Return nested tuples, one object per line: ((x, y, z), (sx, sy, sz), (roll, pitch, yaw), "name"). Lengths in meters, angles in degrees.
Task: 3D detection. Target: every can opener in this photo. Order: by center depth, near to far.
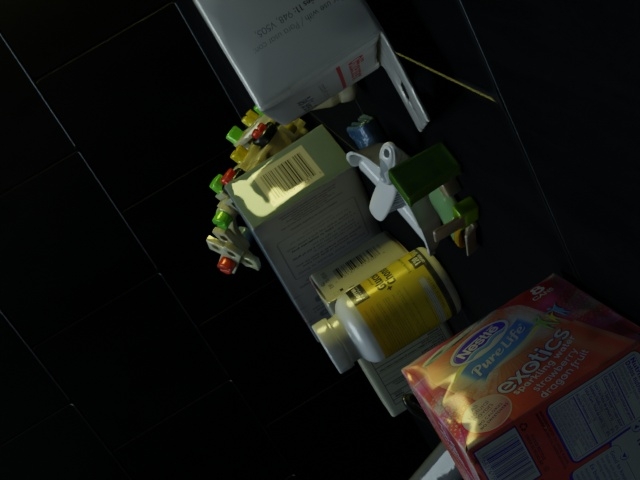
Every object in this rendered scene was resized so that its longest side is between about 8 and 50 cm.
((0.181, 0.237, 1.066), (0.095, 0.076, 0.283), (47, 137, 20), "can opener")

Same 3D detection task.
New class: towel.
((0.074, -0.090, 1.157), (0.119, 0.029, 0.067), (60, 175, -12), "towel")

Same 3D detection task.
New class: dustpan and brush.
((0.077, -0.063, 1.046), (0.147, 0.060, 0.211), (50, 161, 15), "dustpan and brush")

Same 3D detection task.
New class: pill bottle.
((0.085, 0.096, 1.295), (0.103, 0.184, 0.103), (58, 176, 7), "pill bottle")

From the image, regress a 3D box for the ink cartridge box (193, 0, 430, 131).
((-0.046, -0.219, 0.840), (0.353, 0.119, 0.207), (58, -175, 0), "ink cartridge box")

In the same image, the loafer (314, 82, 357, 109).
((-0.057, -0.255, 1.066), (0.268, 0.092, 0.102), (59, 176, -5), "loafer")

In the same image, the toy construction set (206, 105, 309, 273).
((-0.121, -0.107, 1.709), (0.151, 0.327, 0.215), (23, 161, -21), "toy construction set")

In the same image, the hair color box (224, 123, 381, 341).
((0.000, 0.000, 1.633), (0.113, 0.185, 0.374), (54, 174, 36), "hair color box")

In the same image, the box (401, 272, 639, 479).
((0.209, 0.198, 0.764), (0.300, 0.154, 0.142), (59, 177, -22), "box")

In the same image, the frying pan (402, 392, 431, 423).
((0.201, 0.222, 1.277), (0.326, 0.053, 0.197), (48, -160, -31), "frying pan")

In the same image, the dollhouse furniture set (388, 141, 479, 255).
((0.108, -0.031, 0.945), (0.076, 0.058, 0.151), (57, 176, 25), "dollhouse furniture set")

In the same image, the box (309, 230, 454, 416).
((0.108, 0.128, 1.536), (0.232, 0.149, 0.127), (61, 176, -22), "box")
